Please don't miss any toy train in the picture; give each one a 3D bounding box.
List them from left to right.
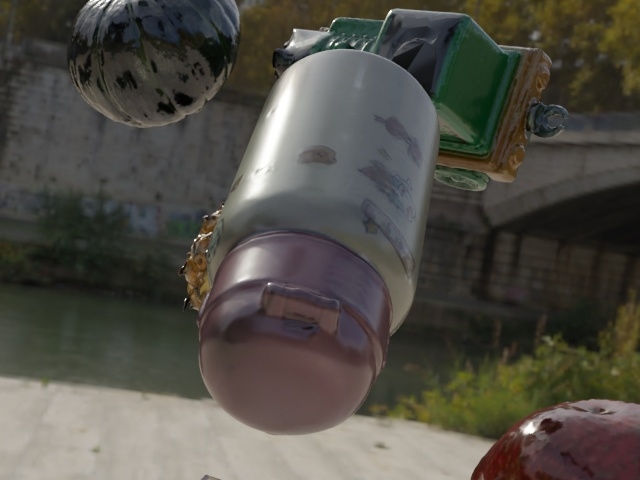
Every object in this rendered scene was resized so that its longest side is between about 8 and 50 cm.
[{"bbox_3d":[0.099,-0.189,1.433,0.429,0.178,0.249,13,-10,35],"label":"toy train"}]

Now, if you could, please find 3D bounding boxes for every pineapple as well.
[{"bbox_3d":[-0.113,0.023,1.528,0.076,0.225,0.225,26,9,32],"label":"pineapple"}]

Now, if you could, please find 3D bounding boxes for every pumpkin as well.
[{"bbox_3d":[-0.216,-0.256,1.529,0.250,0.250,0.216,9,-33,41],"label":"pumpkin"}]

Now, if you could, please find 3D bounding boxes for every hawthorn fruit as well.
[{"bbox_3d":[0.302,0.304,1.250,0.275,0.275,0.300,9,27,39],"label":"hawthorn fruit"}]

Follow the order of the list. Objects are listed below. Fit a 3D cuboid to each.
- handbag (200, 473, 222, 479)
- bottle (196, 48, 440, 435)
[{"bbox_3d":[-0.167,0.415,1.691,0.095,0.117,0.173,33,-12,-13],"label":"handbag"},{"bbox_3d":[0.000,0.000,0.601,0.110,0.110,0.233,9,41,5],"label":"bottle"}]
